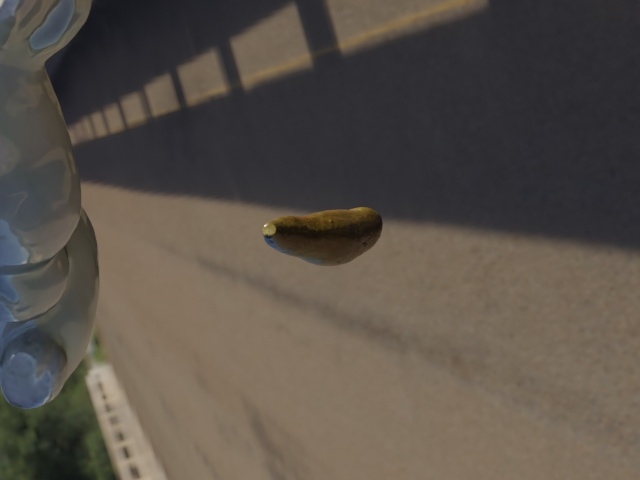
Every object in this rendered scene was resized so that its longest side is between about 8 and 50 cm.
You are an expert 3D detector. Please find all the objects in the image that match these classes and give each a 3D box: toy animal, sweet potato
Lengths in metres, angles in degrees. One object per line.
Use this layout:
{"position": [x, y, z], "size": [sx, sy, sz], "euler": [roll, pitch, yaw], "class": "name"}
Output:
{"position": [-0.255, -0.067, 1.054], "size": [0.367, 0.196, 0.241], "euler": [93, -176, -49], "class": "toy animal"}
{"position": [0.000, 0.000, 1.799], "size": [0.244, 0.077, 0.077], "euler": [-12, -98, -58], "class": "sweet potato"}
